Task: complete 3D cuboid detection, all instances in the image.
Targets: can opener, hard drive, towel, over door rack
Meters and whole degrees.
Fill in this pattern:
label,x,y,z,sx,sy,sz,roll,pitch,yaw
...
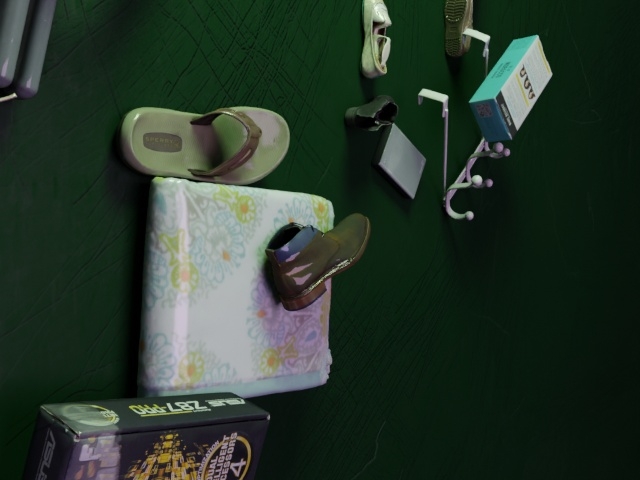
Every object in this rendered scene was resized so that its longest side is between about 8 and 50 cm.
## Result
label,x,y,z,sx,sy,sz,roll,pitch,yaw
can opener,-0.333,-0.307,0.992,0.074,0.093,0.280,24,76,-55
hard drive,0.155,-0.154,1.643,0.135,0.022,0.094,39,63,-45
towel,-0.117,0.079,1.283,0.374,0.090,0.320,3,87,-51
over door rack,0.320,-0.232,1.740,0.239,0.108,0.324,-54,140,-34

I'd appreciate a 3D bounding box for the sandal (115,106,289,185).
label,x,y,z,sx,sy,sz,roll,pitch,yaw
sandal,-0.150,-0.139,1.216,0.303,0.086,0.120,-10,92,-48

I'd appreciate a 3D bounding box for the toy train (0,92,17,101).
label,x,y,z,sx,sy,sz,roll,pitch,yaw
toy train,-0.417,-0.060,0.904,0.248,0.105,0.143,-30,125,-46

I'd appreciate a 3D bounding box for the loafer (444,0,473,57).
label,x,y,z,sx,sy,sz,roll,pitch,yaw
loafer,0.292,-0.458,1.768,0.050,0.056,0.148,-11,111,-52

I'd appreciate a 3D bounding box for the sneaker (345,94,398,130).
label,x,y,z,sx,sy,sz,roll,pitch,yaw
sneaker,0.111,-0.231,1.532,0.170,0.089,0.051,-27,113,-46

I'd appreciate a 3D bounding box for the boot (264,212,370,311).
label,x,y,z,sx,sy,sz,roll,pitch,yaw
boot,0.000,0.000,1.292,0.219,0.082,0.106,-49,128,-36

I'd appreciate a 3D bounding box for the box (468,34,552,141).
label,x,y,z,sx,sy,sz,roll,pitch,yaw
box,0.390,-0.310,1.711,0.244,0.060,0.100,-52,125,-36

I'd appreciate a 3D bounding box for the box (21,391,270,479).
label,x,y,z,sx,sy,sz,roll,pitch,yaw
box,-0.246,0.396,1.075,0.318,0.097,0.394,10,99,-48

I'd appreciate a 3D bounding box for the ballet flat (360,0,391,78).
label,x,y,z,sx,sy,sz,roll,pitch,yaw
ballet flat,0.108,-0.381,1.547,0.057,0.052,0.168,1,92,-50
